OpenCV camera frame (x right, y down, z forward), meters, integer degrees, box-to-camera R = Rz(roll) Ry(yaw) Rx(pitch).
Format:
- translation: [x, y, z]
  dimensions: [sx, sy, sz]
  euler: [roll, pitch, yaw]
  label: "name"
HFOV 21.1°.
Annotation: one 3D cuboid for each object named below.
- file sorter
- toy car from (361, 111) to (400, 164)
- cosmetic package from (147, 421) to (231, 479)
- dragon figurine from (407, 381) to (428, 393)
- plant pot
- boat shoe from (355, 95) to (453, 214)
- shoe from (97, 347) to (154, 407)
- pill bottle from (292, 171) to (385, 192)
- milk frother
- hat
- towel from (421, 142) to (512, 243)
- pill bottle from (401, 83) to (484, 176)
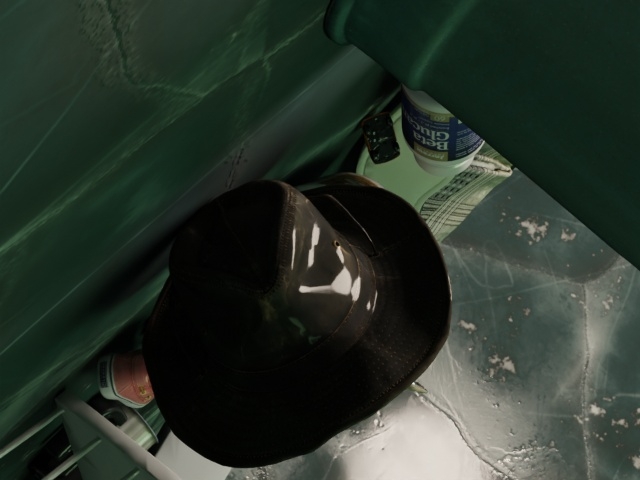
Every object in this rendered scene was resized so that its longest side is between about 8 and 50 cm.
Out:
- translation: [-0.216, 0.327, 1.732]
  dimensions: [0.173, 0.277, 0.193]
  euler: [-37, 138, -26]
  label: "file sorter"
- translation: [0.094, -0.140, 1.913]
  dimensions: [0.122, 0.060, 0.040]
  euler: [-37, -155, -3]
  label: "toy car"
- translation: [-0.168, 0.276, 2.168]
  dimensions: [0.377, 0.097, 0.284]
  euler: [-59, -179, -7]
  label: "cosmetic package"
- translation: [-0.019, 0.068, 1.664]
  dimensions: [0.144, 0.289, 0.085]
  euler: [-63, 142, -31]
  label: "dragon figurine"
- translation: [0.240, -0.173, 1.391]
  dimensions: [0.341, 0.334, 0.341]
  euler: [-44, 174, -6]
  label: "plant pot"
- translation: [0.096, -0.092, 2.062]
  dimensions: [0.319, 0.116, 0.099]
  euler: [108, -10, -50]
  label: "boat shoe"
- translation: [-0.176, 0.146, 1.849]
  dimensions: [0.081, 0.063, 0.178]
  euler: [-5, 173, 9]
  label: "shoe"
- translation: [0.000, 0.000, 1.868]
  dimensions: [0.131, 0.131, 0.229]
  euler: [-46, 173, 18]
  label: "pill bottle"
- translation: [-0.244, 0.266, 1.993]
  dimensions: [0.135, 0.143, 0.129]
  euler: [-43, 169, -17]
  label: "milk frother"
- translation: [-0.045, 0.034, 1.548]
  dimensions: [0.331, 0.331, 0.134]
  euler: [-43, 133, -14]
  label: "hat"
- translation: [0.119, -0.034, 2.338]
  dimensions: [0.324, 0.056, 0.312]
  euler: [-47, 154, 17]
  label: "towel"
- translation: [0.133, -0.138, 1.825]
  dimensions: [0.094, 0.094, 0.169]
  euler: [-42, 158, -16]
  label: "pill bottle"
